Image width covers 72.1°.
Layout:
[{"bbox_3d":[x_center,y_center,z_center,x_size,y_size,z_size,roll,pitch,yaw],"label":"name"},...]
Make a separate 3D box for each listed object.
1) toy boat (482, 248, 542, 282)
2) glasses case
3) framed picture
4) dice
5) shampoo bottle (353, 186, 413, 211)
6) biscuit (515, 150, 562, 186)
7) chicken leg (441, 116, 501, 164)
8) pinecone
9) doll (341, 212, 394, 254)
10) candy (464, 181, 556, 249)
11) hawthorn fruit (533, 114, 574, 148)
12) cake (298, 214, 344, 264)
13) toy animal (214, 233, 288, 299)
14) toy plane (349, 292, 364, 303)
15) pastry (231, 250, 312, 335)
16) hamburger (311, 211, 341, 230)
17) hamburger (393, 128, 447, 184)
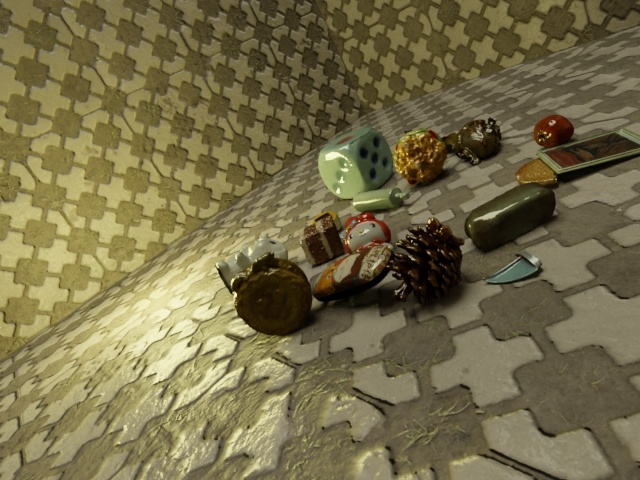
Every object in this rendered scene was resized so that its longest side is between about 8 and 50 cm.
[{"bbox_3d":[0.448,0.075,1.031,0.122,0.034,0.096,-36,20,4],"label":"toy boat"},{"bbox_3d":[0.084,0.097,1.244,0.321,0.082,0.122,-27,22,52],"label":"glasses case"},{"bbox_3d":[0.829,-0.277,1.338,0.273,0.016,0.216,-15,25,14],"label":"framed picture"},{"bbox_3d":[0.170,-0.373,2.130,0.267,0.263,0.264,-2,32,48],"label":"dice"},{"bbox_3d":[0.249,-0.167,1.784,0.262,0.085,0.085,-2,32,50],"label":"shampoo bottle"},{"bbox_3d":[0.696,-0.218,1.394,0.144,0.033,0.224,-9,25,39],"label":"biscuit"},{"bbox_3d":[0.638,-0.445,1.871,0.211,0.140,0.361,-34,23,7],"label":"chicken leg"},{"bbox_3d":[0.257,0.063,1.076,0.168,0.186,0.212,3,48,54],"label":"pinecone"},{"bbox_3d":[0.153,-0.003,1.444,0.160,0.130,0.291,-30,34,12],"label":"doll"},{"bbox_3d":[0.506,-0.067,1.183,0.233,0.102,0.104,-25,21,4],"label":"candy"},{"bbox_3d":[0.811,-0.378,1.527,0.127,0.128,0.128,-25,20,10],"label":"hawthorn fruit"},{"bbox_3d":[0.000,0.000,1.635,0.147,0.135,0.135,-19,19,5],"label":"cake"},{"bbox_3d":[-0.262,0.104,1.678,0.289,0.174,0.249,-27,8,8],"label":"toy animal"},{"bbox_3d":[0.103,0.155,1.272,0.080,0.033,0.083,-14,31,33],"label":"toy plane"},{"bbox_3d":[-0.145,0.158,1.297,0.240,0.235,0.132,-42,14,15],"label":"pastry"},{"bbox_3d":[0.023,-0.062,1.832,0.126,0.082,0.141,-39,34,-21],"label":"hamburger"},{"bbox_3d":[0.411,-0.338,1.806,0.236,0.237,0.149,-22,18,16],"label":"hamburger"}]
